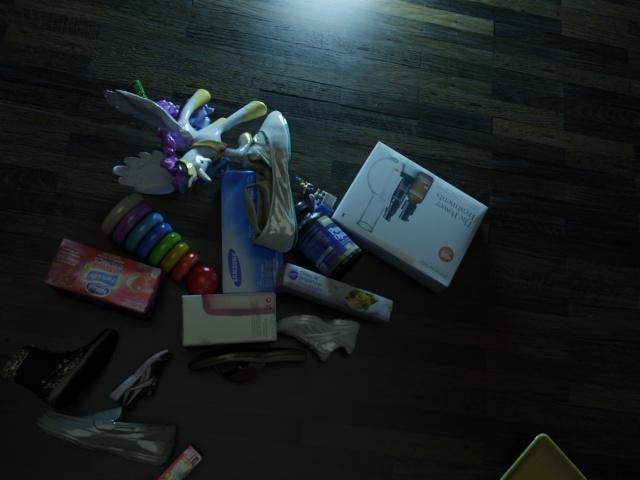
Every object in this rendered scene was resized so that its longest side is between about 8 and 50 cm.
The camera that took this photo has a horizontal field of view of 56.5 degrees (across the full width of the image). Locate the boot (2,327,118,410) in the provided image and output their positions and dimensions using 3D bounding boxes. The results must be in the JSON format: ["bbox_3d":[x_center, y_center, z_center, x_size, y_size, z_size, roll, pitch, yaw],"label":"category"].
[{"bbox_3d":[-0.630,0.282,1.454,0.178,0.085,0.236,19,47,16],"label":"boot"}]

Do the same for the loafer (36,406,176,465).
[{"bbox_3d":[-0.504,0.450,1.421,0.319,0.112,0.111,19,64,-11],"label":"loafer"}]

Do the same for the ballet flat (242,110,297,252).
[{"bbox_3d":[-0.143,-0.164,1.572,0.139,0.139,0.400,-3,76,-11],"label":"ballet flat"}]

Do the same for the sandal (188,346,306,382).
[{"bbox_3d":[-0.183,0.318,1.514,0.302,0.120,0.086,1,87,-10],"label":"sandal"}]

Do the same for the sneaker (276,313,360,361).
[{"bbox_3d":[-0.010,0.259,1.575,0.232,0.090,0.115,7,75,-7],"label":"sneaker"}]

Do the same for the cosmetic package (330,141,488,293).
[{"bbox_3d":[0.252,-0.067,1.720,0.377,0.097,0.284,31,73,0],"label":"cosmetic package"}]

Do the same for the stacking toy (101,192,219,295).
[{"bbox_3d":[-0.406,0.032,1.563,0.330,0.141,0.141,42,71,-2],"label":"stacking toy"}]

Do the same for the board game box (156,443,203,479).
[{"bbox_3d":[-0.357,0.564,1.386,0.045,0.147,0.193,44,70,5],"label":"board game box"}]

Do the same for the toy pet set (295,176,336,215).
[{"bbox_3d":[-0.020,-0.119,1.694,0.114,0.122,0.065,25,96,-24],"label":"toy pet set"}]

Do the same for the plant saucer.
[{"bbox_3d":[0.567,0.733,1.531,0.333,0.081,0.333,-39,84,-19],"label":"plant saucer"}]

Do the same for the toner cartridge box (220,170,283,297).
[{"bbox_3d":[-0.190,-0.018,1.635,0.165,0.075,0.348,-1,73,-10],"label":"toner cartridge box"}]

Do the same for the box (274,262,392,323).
[{"bbox_3d":[0.039,0.145,1.590,0.324,0.067,0.063,21,68,-18],"label":"box"}]

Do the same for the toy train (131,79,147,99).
[{"bbox_3d":[-0.526,-0.430,1.736,0.023,0.017,0.083,-27,79,-6],"label":"toy train"}]

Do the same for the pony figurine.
[{"bbox_3d":[-0.363,-0.271,1.581,0.351,0.303,0.363,17,43,18],"label":"pony figurine"}]

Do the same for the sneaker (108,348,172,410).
[{"bbox_3d":[-0.435,0.349,1.490,0.178,0.072,0.077,-43,96,-11],"label":"sneaker"}]

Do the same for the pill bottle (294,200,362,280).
[{"bbox_3d":[0.000,0.000,1.634,0.123,0.123,0.219,-41,78,-19],"label":"pill bottle"}]

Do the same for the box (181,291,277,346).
[{"bbox_3d":[-0.233,0.203,1.515,0.232,0.148,0.127,-1,79,-11],"label":"box"}]

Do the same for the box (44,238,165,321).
[{"bbox_3d":[-0.538,0.104,1.507,0.256,0.128,0.123,18,70,-5],"label":"box"}]
